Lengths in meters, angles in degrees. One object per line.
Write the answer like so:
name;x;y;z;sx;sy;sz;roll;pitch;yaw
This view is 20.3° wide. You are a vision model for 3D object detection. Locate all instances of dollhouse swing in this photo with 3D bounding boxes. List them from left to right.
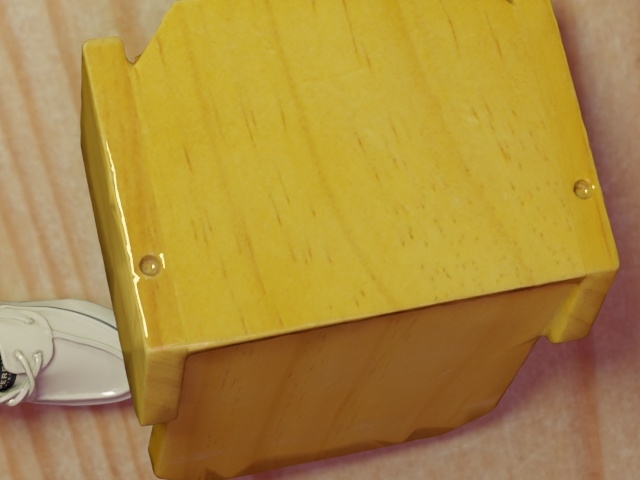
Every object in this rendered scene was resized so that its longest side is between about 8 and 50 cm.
dollhouse swing;0.000;0.000;1.378;0.346;0.305;0.315;-11;80;-14

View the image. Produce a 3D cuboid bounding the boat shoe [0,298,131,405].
boat shoe;-0.252;0.094;1.381;0.258;0.084;0.095;8;115;-15
